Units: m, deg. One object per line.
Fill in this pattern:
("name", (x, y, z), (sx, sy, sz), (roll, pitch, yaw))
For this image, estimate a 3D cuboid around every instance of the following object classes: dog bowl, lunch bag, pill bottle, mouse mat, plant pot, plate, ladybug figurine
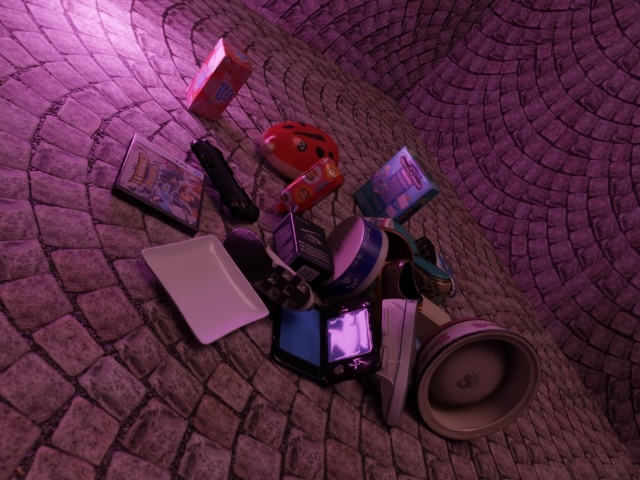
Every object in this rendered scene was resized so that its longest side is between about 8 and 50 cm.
("dog bowl", (0.478, 0.426, 1.723), (0.408, 0.408, 0.150), (35, 12, -22))
("lunch bag", (-0.044, -0.176, 1.893), (0.120, 0.258, 0.293), (53, 5, -3))
("pill bottle", (0.189, -0.037, 2.115), (0.108, 0.180, 0.107), (3, 90, -67))
("mouse mat", (0.126, 0.153, 1.771), (0.007, 0.189, 0.152), (26, 33, -20))
("dog bowl", (0.098, 0.053, 1.781), (0.104, 0.265, 0.264), (32, 31, -24))
("plant pot", (0.224, 0.049, 2.006), (0.237, 0.237, 0.109), (41, 20, -11))
("plate", (-0.293, 0.122, 1.374), (0.277, 0.045, 0.278), (53, 28, 10))
("ladybug figurine", (-0.066, -0.368, 2.215), (0.305, 0.162, 0.449), (55, 29, 15))

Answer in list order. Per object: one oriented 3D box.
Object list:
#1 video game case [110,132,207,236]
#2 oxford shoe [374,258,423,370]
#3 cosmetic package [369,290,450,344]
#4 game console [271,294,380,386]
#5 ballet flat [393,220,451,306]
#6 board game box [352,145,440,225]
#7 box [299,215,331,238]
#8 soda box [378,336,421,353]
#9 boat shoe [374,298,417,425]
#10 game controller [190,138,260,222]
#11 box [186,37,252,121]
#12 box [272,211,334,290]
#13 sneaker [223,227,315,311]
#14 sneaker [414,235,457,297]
("video game case", (-0.447, -0.162, 1.540), (0.248, 0.035, 0.274), (32, 31, -28))
("oxford shoe", (0.254, 0.237, 1.689), (0.130, 0.133, 0.363), (-1, 77, -38))
("cosmetic package", (0.304, 0.263, 1.914), (0.309, 0.160, 0.113), (35, 30, -20))
("game console", (0.017, 0.243, 1.531), (0.293, 0.250, 0.173), (-91, 158, -52))
("ballet flat", (0.335, 0.100, 2.128), (0.164, 0.182, 0.482), (7, 27, -28))
("board game box", (0.326, -0.207, 2.370), (0.079, 0.336, 0.253), (13, 43, -48))
("box", (0.000, 0.000, 1.960), (0.207, 0.036, 0.114), (29, 32, -31))
("soda box", (0.259, 0.363, 1.816), (0.210, 0.067, 0.071), (15, 42, -47))
("boat shoe", (0.188, 0.350, 1.592), (0.136, 0.157, 0.366), (20, 77, -74))
("game controller", (-0.307, -0.193, 1.747), (0.319, 0.067, 0.166), (57, 5, 17))
("box", (-0.370, -0.577, 1.955), (0.123, 0.257, 0.128), (22, 36, -36))
("box", (-0.059, 0.034, 1.753), (0.153, 0.108, 0.207), (28, 32, -32))
("sneaker", (-0.148, 0.099, 1.551), (0.330, 0.122, 0.146), (42, -5, 21))
("sneaker", (0.518, 0.130, 2.463), (0.147, 0.130, 0.329), (32, 31, -56))
